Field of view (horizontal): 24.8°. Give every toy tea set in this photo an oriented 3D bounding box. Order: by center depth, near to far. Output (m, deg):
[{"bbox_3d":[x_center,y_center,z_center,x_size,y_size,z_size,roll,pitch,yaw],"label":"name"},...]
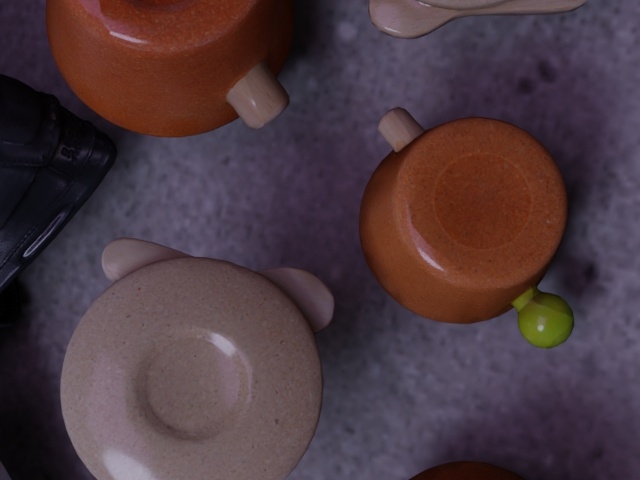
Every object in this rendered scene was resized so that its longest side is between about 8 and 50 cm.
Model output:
[{"bbox_3d":[0.000,0.000,0.536,0.200,0.124,0.336,-2,82,-4],"label":"toy tea set"}]

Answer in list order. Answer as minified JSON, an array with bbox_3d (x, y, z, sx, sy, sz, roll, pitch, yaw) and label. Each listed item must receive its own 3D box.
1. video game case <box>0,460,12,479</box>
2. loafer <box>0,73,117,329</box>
[{"bbox_3d":[-0.179,0.165,0.607,0.173,0.022,0.190,-26,96,22],"label":"video game case"},{"bbox_3d":[-0.165,0.023,0.611,0.223,0.078,0.076,-48,37,31],"label":"loafer"}]
